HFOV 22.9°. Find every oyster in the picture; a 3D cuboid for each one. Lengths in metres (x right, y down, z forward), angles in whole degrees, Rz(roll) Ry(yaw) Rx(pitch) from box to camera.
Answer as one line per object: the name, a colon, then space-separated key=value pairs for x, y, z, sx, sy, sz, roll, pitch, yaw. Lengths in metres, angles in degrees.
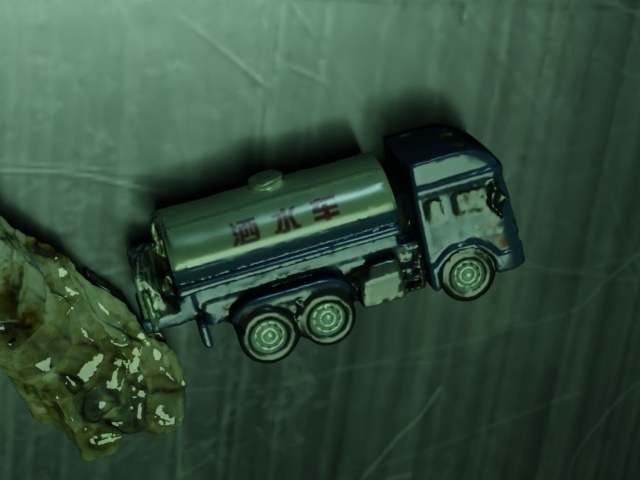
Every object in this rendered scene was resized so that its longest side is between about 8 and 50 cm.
oyster: x=-0.148 y=0.047 z=0.811 sx=0.200 sy=0.061 sz=0.106 roll=36 pitch=104 yaw=-28

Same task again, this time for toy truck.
toy truck: x=0.000 y=0.000 z=0.827 sx=0.201 sy=0.074 sz=0.088 roll=-16 pitch=111 yaw=-7
